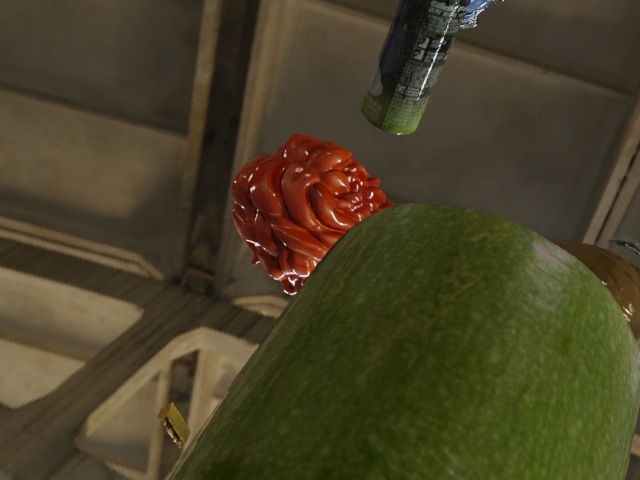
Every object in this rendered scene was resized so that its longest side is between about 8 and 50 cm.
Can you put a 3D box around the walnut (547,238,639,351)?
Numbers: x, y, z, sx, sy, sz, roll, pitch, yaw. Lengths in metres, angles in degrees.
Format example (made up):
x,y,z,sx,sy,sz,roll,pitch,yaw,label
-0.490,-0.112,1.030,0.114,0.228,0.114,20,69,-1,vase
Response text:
x,y,z,sx,sy,sz,roll,pitch,yaw,label
0.407,0.141,1.472,0.333,0.333,0.332,14,-58,24,walnut

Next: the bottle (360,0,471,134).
x,y,z,sx,sy,sz,roll,pitch,yaw,label
0.149,-0.306,1.246,0.093,0.093,0.330,31,-53,13,bottle

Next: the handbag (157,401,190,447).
x,y,z,sx,sy,sz,roll,pitch,yaw,label
-0.305,0.387,1.881,0.027,0.061,0.083,-29,-81,6,handbag

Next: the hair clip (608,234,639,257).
x,y,z,sx,sy,sz,roll,pitch,yaw,label
0.466,0.018,1.318,0.030,0.115,0.039,-7,-70,-13,hair clip

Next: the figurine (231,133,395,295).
x,y,z,sx,sy,sz,roll,pitch,yaw,label
-0.004,-0.001,1.453,0.306,0.241,0.412,49,-11,6,figurine

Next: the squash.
x,y,z,sx,sy,sz,roll,pitch,yaw,label
0.033,0.182,0.536,0.263,0.384,0.263,16,-49,19,squash

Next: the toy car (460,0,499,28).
x,y,z,sx,sy,sz,roll,pitch,yaw,label
0.228,-0.395,1.371,0.063,0.216,0.103,-6,-94,-10,toy car
